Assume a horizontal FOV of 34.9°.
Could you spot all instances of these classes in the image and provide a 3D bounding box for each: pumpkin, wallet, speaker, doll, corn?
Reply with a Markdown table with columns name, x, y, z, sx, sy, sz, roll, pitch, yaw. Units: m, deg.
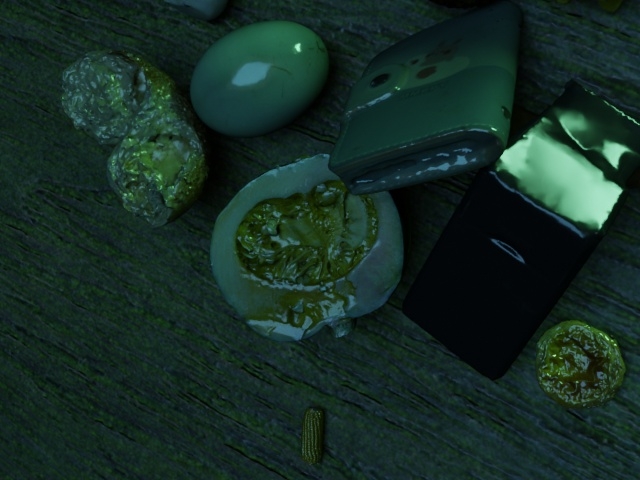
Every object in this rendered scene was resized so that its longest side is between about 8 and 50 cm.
| name | x | y | z | sx | sy | sz | roll | pitch | yaw |
| --- | --- | --- | --- | --- | --- | --- | --- | --- | --- |
| pumpkin | 0.000 | 0.000 | 1.524 | 0.293 | 0.197 | 0.263 | -18 | 97 | 17 |
| wallet | 0.146 | -0.202 | 1.389 | 0.252 | 0.360 | 0.083 | -14 | 123 | 25 |
| speaker | 0.277 | -0.003 | 1.382 | 0.180 | 0.184 | 0.388 | 38 | 139 | 13 |
| doll | -0.187 | -0.447 | 1.640 | 0.110 | 0.107 | 0.180 | 22 | 102 | 43 |
| corn | -0.013 | 0.311 | 1.623 | 0.037 | 0.037 | 0.092 | 7 | 96 | 24 |

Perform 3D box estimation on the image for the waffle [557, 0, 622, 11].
| name | x | y | z | sx | sy | sz | roll | pitch | yaw |
| --- | --- | --- | --- | --- | --- | --- | --- | --- | --- |
| waffle | 0.379 | -0.480 | 1.360 | 0.261 | 0.151 | 0.324 | -15 | 84 | 21 |

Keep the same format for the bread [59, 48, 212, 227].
| name | x | y | z | sx | sy | sz | roll | pitch | yaw |
| --- | --- | --- | --- | --- | --- | --- | --- | --- | --- |
| bread | -0.265 | -0.163 | 1.637 | 0.171 | 0.192 | 0.314 | -38 | 67 | 16 |

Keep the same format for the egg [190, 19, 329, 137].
| name | x | y | z | sx | sy | sz | roll | pitch | yaw |
| --- | --- | --- | --- | --- | --- | --- | --- | --- | --- |
| egg | -0.094 | -0.249 | 1.570 | 0.231 | 0.168 | 0.168 | -22 | 82 | 19 |

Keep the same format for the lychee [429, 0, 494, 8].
| name | x | y | z | sx | sy | sz | roll | pitch | yaw |
| --- | --- | --- | --- | --- | --- | --- | --- | --- | --- |
| lychee | 0.197 | -0.406 | 1.444 | 0.171 | 0.171 | 0.171 | 1 | 92 | 25 |

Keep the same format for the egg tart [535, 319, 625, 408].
| name | x | y | z | sx | sy | sz | roll | pitch | yaw |
| --- | --- | --- | --- | --- | --- | --- | --- | --- | --- |
| egg tart | 0.367 | 0.173 | 1.434 | 0.130 | 0.052 | 0.130 | 1 | 92 | 26 |

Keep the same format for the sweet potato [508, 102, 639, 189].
| name | x | y | z | sx | sy | sz | roll | pitch | yaw |
| --- | --- | --- | --- | --- | --- | --- | --- | --- | --- |
| sweet potato | 0.344 | -0.123 | 1.414 | 0.341 | 0.092 | 0.114 | 23 | 84 | 22 |
